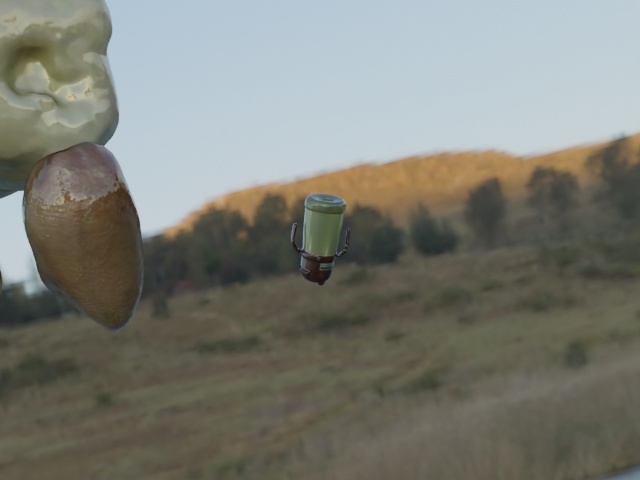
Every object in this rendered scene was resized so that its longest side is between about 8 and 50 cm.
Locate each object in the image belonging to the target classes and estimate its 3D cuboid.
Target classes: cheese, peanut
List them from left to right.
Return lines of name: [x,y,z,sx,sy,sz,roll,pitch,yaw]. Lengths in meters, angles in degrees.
cheese: [-0.311,-0.119,1.164,0.251,0.174,0.248,-2,-6,-29]
peanut: [-0.156,0.001,1.028,0.076,0.076,0.152,-13,-51,-11]

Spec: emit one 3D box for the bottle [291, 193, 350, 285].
bottle: [-0.002,0.000,1.730,0.063,0.101,0.047,14,18,21]

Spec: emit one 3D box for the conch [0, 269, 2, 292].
conch: [-0.259,0.038,0.995,0.095,0.201,0.079,19,-36,-1]
